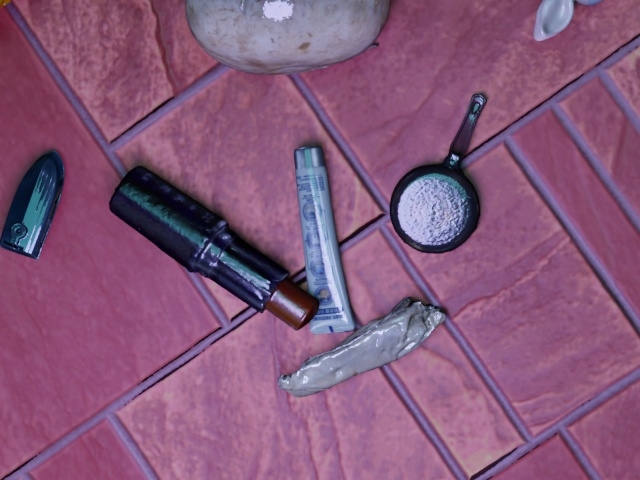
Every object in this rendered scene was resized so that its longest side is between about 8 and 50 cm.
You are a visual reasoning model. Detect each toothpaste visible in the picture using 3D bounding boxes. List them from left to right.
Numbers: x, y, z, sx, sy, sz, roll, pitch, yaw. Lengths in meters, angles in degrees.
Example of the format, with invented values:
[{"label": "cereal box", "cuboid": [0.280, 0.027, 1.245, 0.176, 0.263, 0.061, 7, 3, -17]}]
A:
[{"label": "toothpaste", "cuboid": [0.000, 0.000, 1.688, 0.062, 0.039, 0.239, -8, 91, 17]}]

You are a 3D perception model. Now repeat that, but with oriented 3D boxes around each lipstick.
[{"label": "lipstick", "cuboid": [-0.132, 0.014, 1.683, 0.300, 0.081, 0.081, 35, 94, 6]}]

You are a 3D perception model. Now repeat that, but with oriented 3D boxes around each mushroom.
[{"label": "mushroom", "cuboid": [-0.041, -0.309, 1.620, 0.254, 0.189, 0.195, -6, 90, -1]}]

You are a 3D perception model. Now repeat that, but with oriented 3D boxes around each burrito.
[{"label": "burrito", "cuboid": [0.049, 0.135, 1.671, 0.229, 0.058, 0.063, -26, 120, 6]}]

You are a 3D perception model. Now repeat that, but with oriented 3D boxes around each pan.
[{"label": "pan", "cuboid": [0.163, -0.084, 1.668, 0.115, 0.040, 0.212, 23, 93, 1]}]

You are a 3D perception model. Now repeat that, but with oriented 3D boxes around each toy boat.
[{"label": "toy boat", "cuboid": [-0.367, -0.050, 1.724, 0.055, 0.060, 0.141, 18, 85, 8]}]

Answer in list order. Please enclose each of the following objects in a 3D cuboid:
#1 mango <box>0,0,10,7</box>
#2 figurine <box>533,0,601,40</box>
[{"label": "mango", "cuboid": [-0.466, -0.435, 1.675, 0.199, 0.201, 0.350, 0, 81, -22]}, {"label": "figurine", "cuboid": [0.343, -0.346, 1.608, 0.155, 0.127, 0.235, 11, 93, -13]}]
